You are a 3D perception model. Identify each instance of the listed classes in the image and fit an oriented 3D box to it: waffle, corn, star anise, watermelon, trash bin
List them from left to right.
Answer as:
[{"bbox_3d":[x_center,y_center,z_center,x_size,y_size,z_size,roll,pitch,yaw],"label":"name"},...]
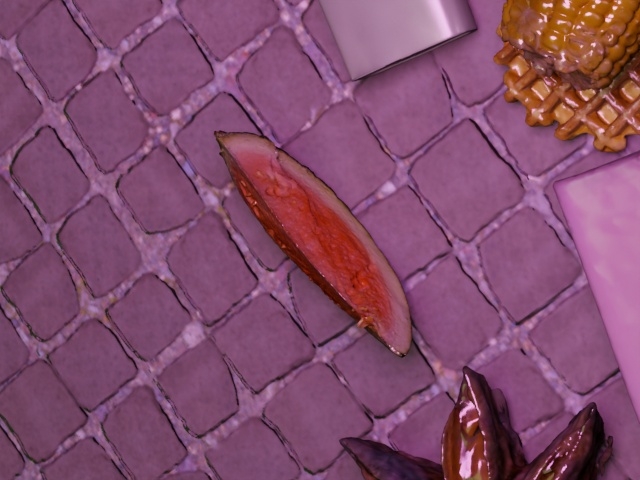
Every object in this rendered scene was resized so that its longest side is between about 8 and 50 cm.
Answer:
[{"bbox_3d":[-0.005,0.004,1.433,0.063,0.119,0.245,-40,82,15],"label":"watermelon"},{"bbox_3d":[0.053,-0.211,1.396,0.116,0.059,0.130,-21,92,29],"label":"trash bin"},{"bbox_3d":[0.151,0.264,1.415,0.331,0.117,0.332,1,91,26],"label":"star anise"},{"bbox_3d":[0.225,-0.159,1.337,0.191,0.038,0.191,5,102,24],"label":"waffle"},{"bbox_3d":[0.240,-0.275,1.233,0.131,0.131,0.344,31,99,17],"label":"corn"}]

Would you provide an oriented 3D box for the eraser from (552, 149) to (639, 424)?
[{"bbox_3d":[0.365,0.074,1.274,0.272,0.122,0.359,-22,89,29],"label":"eraser"}]
